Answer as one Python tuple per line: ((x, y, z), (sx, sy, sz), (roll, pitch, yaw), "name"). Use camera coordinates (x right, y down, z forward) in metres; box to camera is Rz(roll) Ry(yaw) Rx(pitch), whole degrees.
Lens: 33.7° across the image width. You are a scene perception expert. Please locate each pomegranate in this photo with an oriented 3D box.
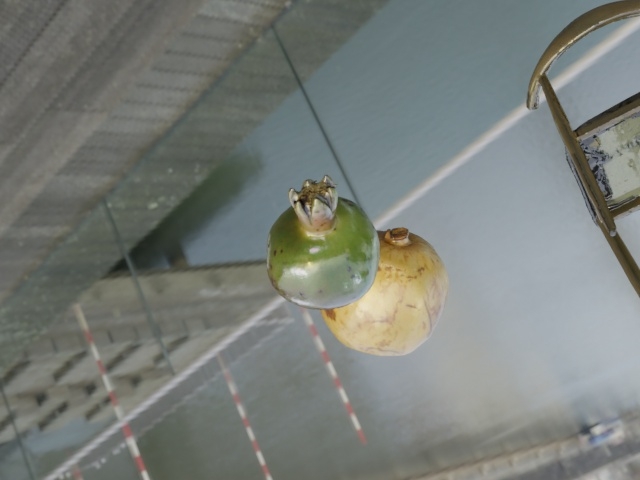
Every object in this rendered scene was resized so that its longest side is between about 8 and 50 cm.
((0.000, 0.000, 0.986), (0.115, 0.114, 0.142), (-22, 141, -9), "pomegranate")
((0.100, 0.074, 1.698), (0.215, 0.215, 0.215), (-22, 162, -8), "pomegranate")

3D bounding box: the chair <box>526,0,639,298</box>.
((0.327, -0.091, 1.020), (0.188, 0.272, 0.166), (-27, 135, 13), "chair")
